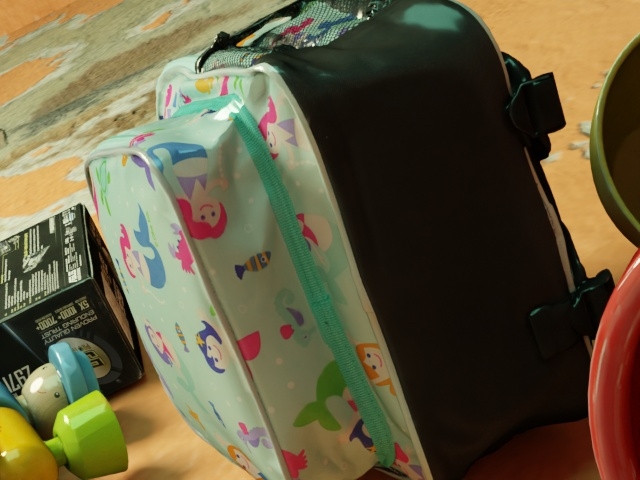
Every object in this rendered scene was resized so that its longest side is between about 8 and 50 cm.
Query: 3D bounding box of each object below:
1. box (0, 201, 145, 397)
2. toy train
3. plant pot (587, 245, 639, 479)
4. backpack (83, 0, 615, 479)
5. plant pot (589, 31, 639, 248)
[{"bbox_3d":[-0.203,0.060,1.080,0.147,0.077,0.180,-26,19,-3],"label":"box"},{"bbox_3d":[-0.165,0.123,0.863,0.143,0.105,0.248,-17,16,-19],"label":"toy train"},{"bbox_3d":[0.199,0.025,0.520,0.191,0.191,0.174,-12,21,33],"label":"plant pot"},{"bbox_3d":[0.000,0.000,0.779,0.191,0.225,0.253,-23,15,-10],"label":"backpack"},{"bbox_3d":[0.191,-0.040,0.820,0.134,0.134,0.095,-29,-6,-11],"label":"plant pot"}]
